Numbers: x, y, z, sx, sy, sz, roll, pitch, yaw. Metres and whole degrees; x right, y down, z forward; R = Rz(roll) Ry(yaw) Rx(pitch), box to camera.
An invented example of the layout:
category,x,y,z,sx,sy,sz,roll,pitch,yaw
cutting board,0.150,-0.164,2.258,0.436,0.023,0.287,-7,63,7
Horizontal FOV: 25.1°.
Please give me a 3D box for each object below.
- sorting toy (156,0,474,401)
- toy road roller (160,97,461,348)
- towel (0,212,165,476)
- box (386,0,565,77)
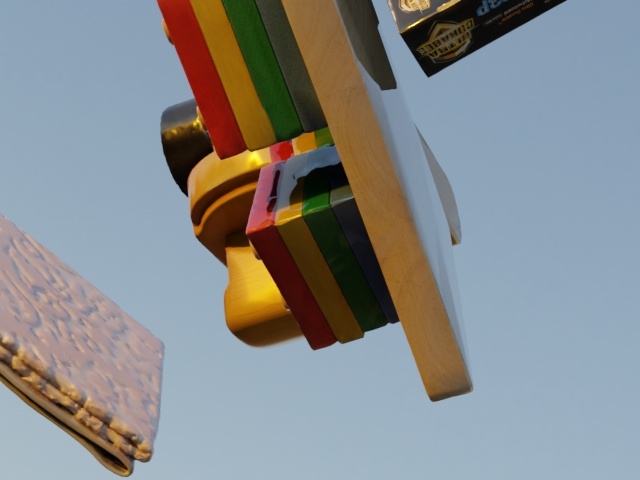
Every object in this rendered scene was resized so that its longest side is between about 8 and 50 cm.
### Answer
category,x,y,z,sx,sy,sz,roll,pitch,yaw
sorting toy,-0.002,-0.064,0.805,0.089,0.257,0.255,-18,-72,8
toy road roller,0.000,0.000,1.320,0.203,0.240,0.329,-17,-32,16
towel,-0.305,0.081,1.528,0.332,0.053,0.317,41,11,-16
box,0.126,-0.241,1.120,0.175,0.220,0.051,-29,-52,11
